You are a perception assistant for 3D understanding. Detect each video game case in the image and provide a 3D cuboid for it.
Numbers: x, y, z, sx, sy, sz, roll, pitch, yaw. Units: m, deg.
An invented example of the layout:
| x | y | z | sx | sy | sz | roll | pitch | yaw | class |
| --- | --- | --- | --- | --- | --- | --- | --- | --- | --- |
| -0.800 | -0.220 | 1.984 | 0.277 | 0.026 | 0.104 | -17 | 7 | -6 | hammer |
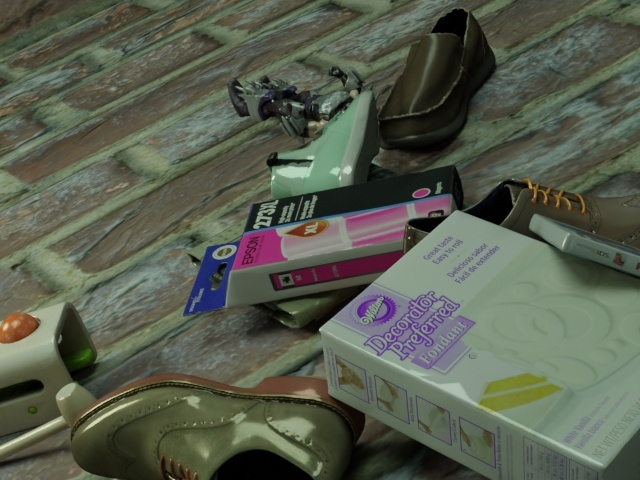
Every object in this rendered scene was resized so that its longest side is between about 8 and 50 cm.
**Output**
| x | y | z | sx | sy | sz | roll | pitch | yaw | class |
| --- | --- | --- | --- | --- | --- | --- | --- | --- | --- |
| 0.322 | 0.018 | 1.336 | 0.183 | 0.023 | 0.201 | 19 | 7 | -2 | video game case |

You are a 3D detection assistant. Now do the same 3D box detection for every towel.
| x | y | z | sx | sy | sz | roll | pitch | yaw | class |
| --- | --- | --- | --- | --- | --- | --- | --- | --- | --- |
| 0.012 | 0.002 | 1.765 | 0.324 | 0.056 | 0.312 | -30 | 30 | -22 | towel |

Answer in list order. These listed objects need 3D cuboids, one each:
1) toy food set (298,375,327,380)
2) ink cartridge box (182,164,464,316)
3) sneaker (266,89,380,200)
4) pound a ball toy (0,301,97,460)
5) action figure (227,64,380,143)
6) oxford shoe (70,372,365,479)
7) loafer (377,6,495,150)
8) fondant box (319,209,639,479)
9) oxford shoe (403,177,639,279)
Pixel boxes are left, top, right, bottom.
| x | y | z | sx | sy | sz | roll | pitch | yaw | class |
| --- | --- | --- | --- | --- | --- | --- | --- | --- | --- |
| -0.016 | 0.177 | 1.402 | 0.082 | 0.083 | 0.020 | -13 | 49 | 13 | toy food set |
| 0.000 | 0.000 | 1.657 | 0.371 | 0.069 | 0.176 | -13 | 29 | 15 | ink cartridge box |
| 0.002 | -0.141 | 1.856 | 0.151 | 0.094 | 0.256 | -2 | 34 | 16 | sneaker |
| -0.423 | 0.185 | 1.624 | 0.319 | 0.136 | 0.208 | -17 | 26 | 10 | pound a ball toy |
| -0.023 | -0.231 | 2.166 | 0.285 | 0.099 | 0.185 | 13 | 33 | 42 | action figure |
| -0.131 | 0.224 | 1.357 | 0.348 | 0.123 | 0.130 | -10 | 34 | 24 | oxford shoe |
| 0.171 | -0.265 | 2.045 | 0.133 | 0.130 | 0.366 | -6 | 30 | 28 | loafer |
| 0.199 | 0.115 | 1.260 | 0.330 | 0.096 | 0.238 | 22 | 47 | 36 | fondant box |
| 0.274 | -0.011 | 1.477 | 0.363 | 0.133 | 0.130 | -16 | 25 | -2 | oxford shoe |
